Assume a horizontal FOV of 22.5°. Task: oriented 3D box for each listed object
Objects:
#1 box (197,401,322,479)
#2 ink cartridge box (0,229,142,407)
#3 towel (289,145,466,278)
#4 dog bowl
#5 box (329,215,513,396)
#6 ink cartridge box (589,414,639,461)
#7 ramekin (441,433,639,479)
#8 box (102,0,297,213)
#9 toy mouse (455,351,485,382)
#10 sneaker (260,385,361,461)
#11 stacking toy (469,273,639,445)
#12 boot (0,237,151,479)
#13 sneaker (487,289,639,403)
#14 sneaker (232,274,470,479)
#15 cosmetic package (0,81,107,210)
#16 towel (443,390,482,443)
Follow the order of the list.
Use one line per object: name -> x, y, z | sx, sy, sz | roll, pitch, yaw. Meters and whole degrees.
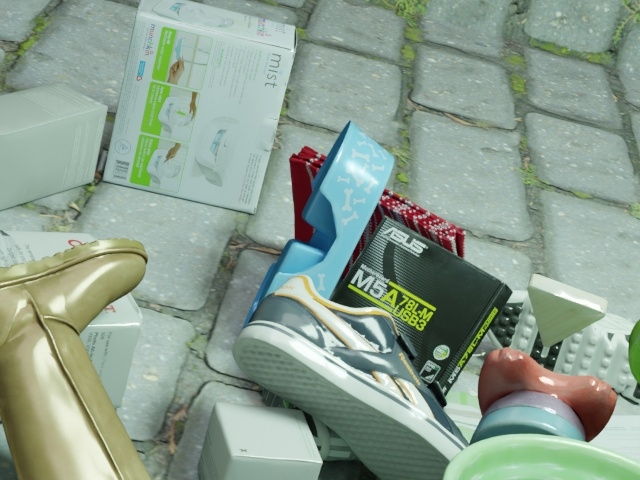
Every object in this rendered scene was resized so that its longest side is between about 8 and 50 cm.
box -> -0.064, 0.232, 1.666 | 0.102, 0.087, 0.101 | 7, 26, -18
ink cartridge box -> -0.367, 0.085, 1.764 | 0.289, 0.121, 0.211 | 2, 28, -27
towel -> 0.071, 0.005, 2.120 | 0.275, 0.199, 0.031 | 29, 52, 28
dog bowl -> 0.000, 0.000, 1.982 | 0.074, 0.297, 0.166 | 26, 1, -5
box -> 0.108, 0.090, 1.970 | 0.191, 0.184, 0.045 | 32, -3, 30
ink cartridge box -> 0.425, 0.284, 1.890 | 0.223, 0.045, 0.224 | 3, 28, -24
ramekin -> 0.245, 0.332, 1.557 | 0.303, 0.148, 0.303 | 13, 24, -6
box -> -0.173, -0.197, 2.314 | 0.231, 0.262, 0.127 | 11, 24, -6
toy mouse -> 0.140, 0.150, 2.030 | 0.143, 0.031, 0.161 | 4, 27, -23
sneaker -> 0.012, 0.179, 1.850 | 0.132, 0.086, 0.228 | 10, 34, -23
stacking toy -> 0.309, 0.195, 1.691 | 0.309, 0.279, 0.130 | 12, 42, 10
boot -> -0.230, 0.145, 1.614 | 0.236, 0.089, 0.269 | -16, 70, -33
sneaker -> 0.346, 0.133, 2.116 | 0.292, 0.110, 0.118 | 20, 16, -9
sneaker -> 0.065, 0.158, 1.725 | 0.321, 0.126, 0.127 | 39, 52, -10
cosmetic package -> -0.408, -0.127, 2.194 | 0.107, 0.127, 0.238 | 29, 26, 27
towel -> 0.203, 0.226, 1.914 | 0.113, 0.023, 0.152 | 13, 24, -7
